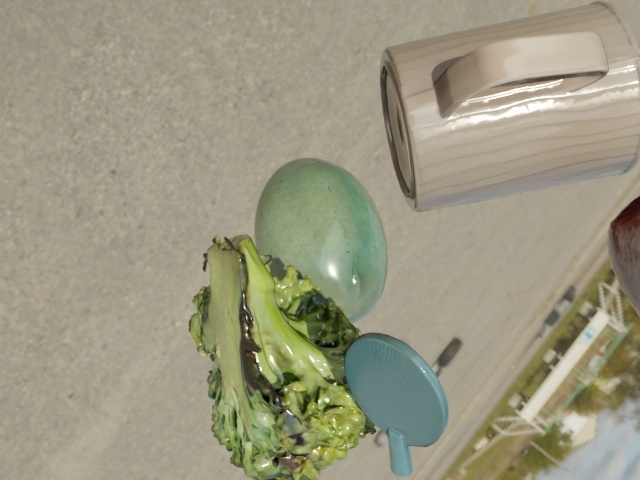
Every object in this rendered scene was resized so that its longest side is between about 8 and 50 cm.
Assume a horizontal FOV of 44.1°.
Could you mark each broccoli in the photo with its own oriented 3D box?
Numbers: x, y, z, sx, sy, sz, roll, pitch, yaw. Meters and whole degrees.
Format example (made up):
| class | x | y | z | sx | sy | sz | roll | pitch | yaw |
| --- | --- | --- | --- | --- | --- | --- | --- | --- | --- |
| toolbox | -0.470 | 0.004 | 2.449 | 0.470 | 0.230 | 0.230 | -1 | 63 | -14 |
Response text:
| class | x | y | z | sx | sy | sz | roll | pitch | yaw |
| --- | --- | --- | --- | --- | --- | --- | --- | --- | --- |
| broccoli | -0.020 | 0.104 | 0.816 | 0.180 | 0.242 | 0.273 | -12 | 114 | -29 |

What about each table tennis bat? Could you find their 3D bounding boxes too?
| class | x | y | z | sx | sy | sz | roll | pitch | yaw |
| --- | --- | --- | --- | --- | --- | --- | --- | --- | --- |
| table tennis bat | 0.064 | 0.141 | 0.660 | 0.019 | 0.100 | 0.155 | -39 | 133 | -38 |

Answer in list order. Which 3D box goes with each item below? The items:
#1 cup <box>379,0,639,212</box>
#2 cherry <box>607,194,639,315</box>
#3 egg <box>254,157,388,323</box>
| class | x | y | z | sx | sy | sz | roll | pitch | yaw |
| --- | --- | --- | --- | --- | --- | --- | --- | --- | --- |
| cup | 0.222 | -0.145 | 0.909 | 0.288 | 0.273 | 0.208 | -101 | 180 | -70 |
| cherry | 0.412 | 0.041 | 0.795 | 0.183 | 0.266 | 0.213 | -65 | -175 | -1 |
| egg | 0.000 | 0.000 | 1.029 | 0.169 | 0.236 | 0.169 | -15 | 161 | -5 |
